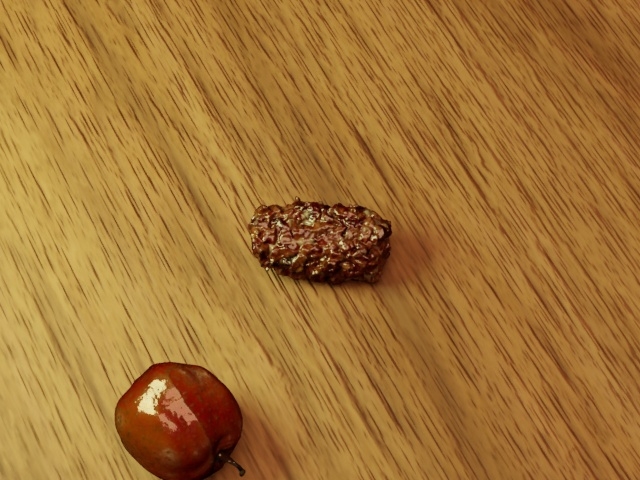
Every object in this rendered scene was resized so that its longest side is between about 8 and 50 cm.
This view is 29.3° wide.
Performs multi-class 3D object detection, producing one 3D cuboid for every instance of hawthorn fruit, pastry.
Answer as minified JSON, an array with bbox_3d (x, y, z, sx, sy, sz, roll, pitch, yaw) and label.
[{"bbox_3d":[-0.173,0.253,1.630,0.194,0.157,0.157,37,71,19],"label":"hawthorn fruit"},{"bbox_3d":[0.000,0.002,1.773,0.209,0.097,0.115,2,69,1],"label":"pastry"}]
